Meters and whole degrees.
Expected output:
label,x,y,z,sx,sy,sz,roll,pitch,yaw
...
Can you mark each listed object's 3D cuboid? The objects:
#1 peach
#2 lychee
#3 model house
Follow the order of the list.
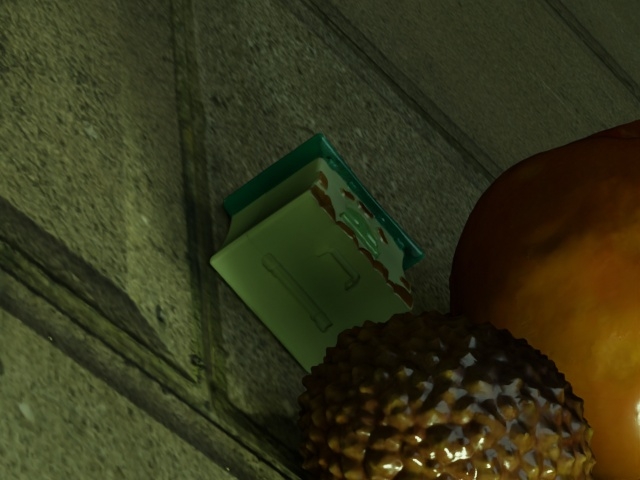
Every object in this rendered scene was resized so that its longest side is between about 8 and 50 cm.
label,x,y,z,sx,sy,sz,roll,pitch,yaw
peach,0.275,0.052,1.624,0.343,0.342,0.302,-14,93,-67
lychee,0.086,0.141,1.330,0.238,0.200,0.200,32,31,-58
model house,0.000,0.000,1.463,0.127,0.100,0.149,49,20,-18
